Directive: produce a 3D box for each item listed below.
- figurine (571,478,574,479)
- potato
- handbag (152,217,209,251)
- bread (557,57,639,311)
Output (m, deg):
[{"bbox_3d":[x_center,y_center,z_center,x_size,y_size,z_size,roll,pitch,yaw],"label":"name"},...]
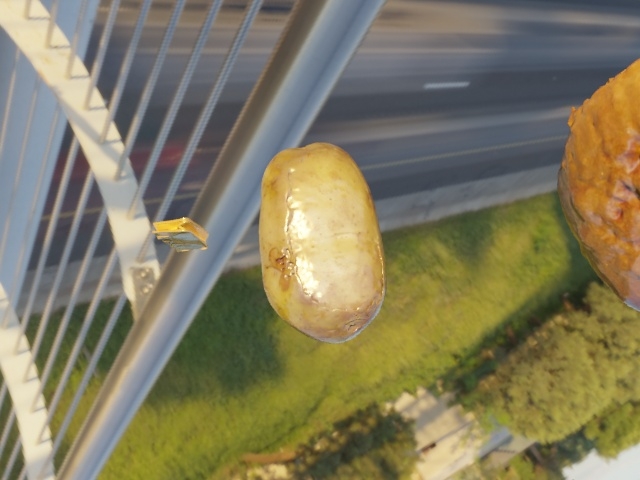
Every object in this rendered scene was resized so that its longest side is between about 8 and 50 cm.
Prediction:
[{"bbox_3d":[0.444,0.493,1.217,0.075,0.068,0.140,-33,-155,32],"label":"figurine"},{"bbox_3d":[0.000,0.000,0.572,0.107,0.171,0.080,-3,167,-33],"label":"potato"},{"bbox_3d":[-0.211,-0.009,1.059,0.061,0.027,0.083,-5,160,17],"label":"handbag"},{"bbox_3d":[0.395,-0.046,0.693,0.172,0.312,0.312,-27,157,-31],"label":"bread"}]
